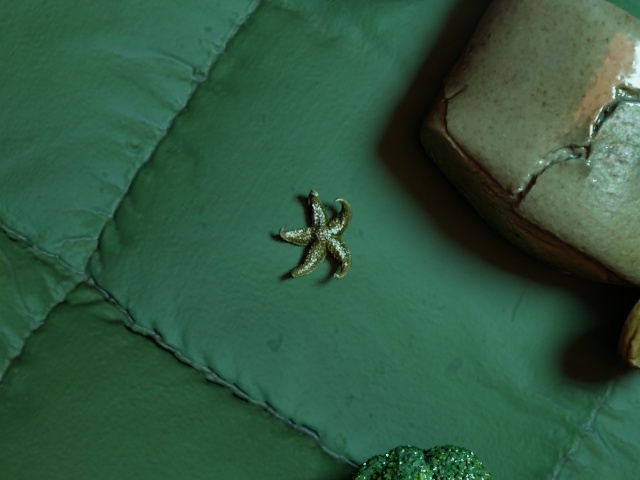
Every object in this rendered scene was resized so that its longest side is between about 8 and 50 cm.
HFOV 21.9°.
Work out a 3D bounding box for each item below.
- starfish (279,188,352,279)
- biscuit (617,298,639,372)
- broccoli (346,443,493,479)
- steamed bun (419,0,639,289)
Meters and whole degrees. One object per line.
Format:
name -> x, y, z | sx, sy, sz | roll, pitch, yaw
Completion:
starfish -> 0.000, 0.000, 1.593 | 0.078, 0.028, 0.091 | 34, 83, -3
biscuit -> 0.413, 0.023, 1.616 | 0.324, 0.205, 0.049 | -34, 53, -17
broccoli -> 0.082, 0.269, 1.522 | 0.195, 0.195, 0.156 | -41, 80, -11
steamed bun -> 0.265, -0.101, 1.569 | 0.301, 0.199, 0.252 | 33, 82, -10
